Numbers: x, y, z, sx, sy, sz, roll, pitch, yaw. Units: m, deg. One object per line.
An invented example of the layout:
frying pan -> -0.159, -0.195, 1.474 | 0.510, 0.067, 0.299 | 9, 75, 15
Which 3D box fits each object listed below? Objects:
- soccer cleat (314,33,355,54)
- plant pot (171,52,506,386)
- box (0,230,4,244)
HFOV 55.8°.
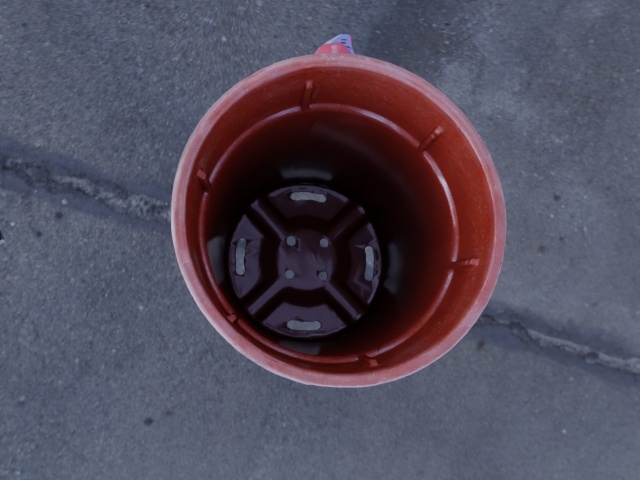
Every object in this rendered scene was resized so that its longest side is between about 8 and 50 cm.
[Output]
soccer cleat -> 0.049, -0.173, 0.877 | 0.083, 0.095, 0.248 | 6, 138, 32
plant pot -> 0.000, 0.000, 0.608 | 0.272, 0.265, 0.273 | 2, 80, -9
box -> -0.729, -0.075, 0.991 | 0.079, 0.322, 0.257 | -29, 84, 29
